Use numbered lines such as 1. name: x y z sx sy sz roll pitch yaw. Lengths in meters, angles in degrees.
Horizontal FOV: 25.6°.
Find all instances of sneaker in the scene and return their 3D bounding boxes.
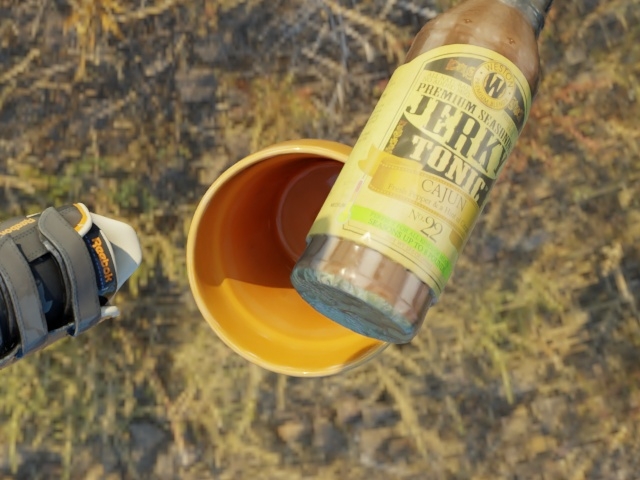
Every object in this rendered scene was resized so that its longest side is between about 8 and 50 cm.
1. sneaker: -0.260 0.036 1.248 0.127 0.321 0.126 -9 104 16

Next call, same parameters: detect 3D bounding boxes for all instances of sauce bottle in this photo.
1. sauce bottle: 0.096 -0.093 1.069 0.111 0.344 0.111 24 164 7

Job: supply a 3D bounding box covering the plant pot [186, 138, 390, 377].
1. plant pot: 0.000 0.000 1.292 0.205 0.188 0.205 2 103 9
